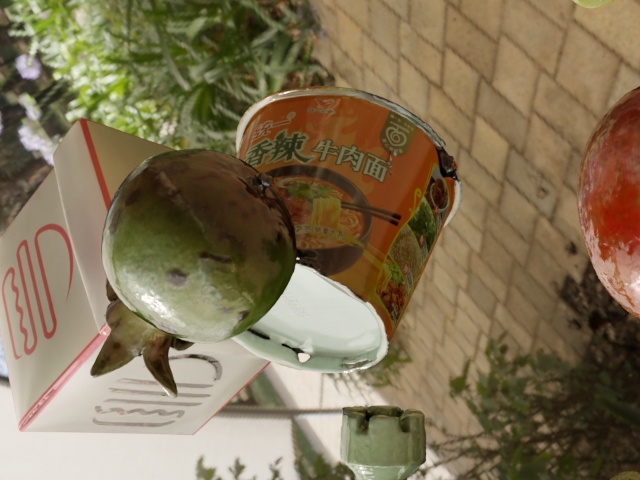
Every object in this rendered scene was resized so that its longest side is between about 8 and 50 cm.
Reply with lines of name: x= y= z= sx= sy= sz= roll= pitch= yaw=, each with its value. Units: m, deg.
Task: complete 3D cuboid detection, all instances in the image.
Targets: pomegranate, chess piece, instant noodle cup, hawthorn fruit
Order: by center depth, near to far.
pomegranate: x=-0.089 y=0.017 z=0.569 sx=0.148 sy=0.148 sz=0.169 roll=51 pitch=136 yaw=27
instant noodle cup: x=0.000 y=0.000 z=0.735 sx=0.230 sy=0.182 sz=0.230 roll=14 pitch=144 yaw=10
hawthorn fruit: x=0.391 y=-0.037 z=0.791 sx=0.284 sy=0.284 sz=0.284 roll=54 pitch=167 yaw=18
chess piece: x=0.086 y=0.386 z=1.112 sx=0.194 sy=0.194 sz=0.299 roll=164 pitch=108 yaw=-77

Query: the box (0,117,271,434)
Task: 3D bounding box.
box: x=-0.249 y=0.070 z=1.134 sx=0.314 sy=0.300 sz=0.312 roll=16 pitch=-141 yaw=-46

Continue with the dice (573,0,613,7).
dice: x=0.485 y=-0.538 z=1.434 sx=0.169 sy=0.169 sz=0.166 roll=20 pitch=-138 yaw=-37

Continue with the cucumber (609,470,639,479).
cucumber: x=0.415 y=0.355 z=0.929 sx=0.215 sy=0.052 sz=0.058 roll=47 pitch=-159 yaw=-13
